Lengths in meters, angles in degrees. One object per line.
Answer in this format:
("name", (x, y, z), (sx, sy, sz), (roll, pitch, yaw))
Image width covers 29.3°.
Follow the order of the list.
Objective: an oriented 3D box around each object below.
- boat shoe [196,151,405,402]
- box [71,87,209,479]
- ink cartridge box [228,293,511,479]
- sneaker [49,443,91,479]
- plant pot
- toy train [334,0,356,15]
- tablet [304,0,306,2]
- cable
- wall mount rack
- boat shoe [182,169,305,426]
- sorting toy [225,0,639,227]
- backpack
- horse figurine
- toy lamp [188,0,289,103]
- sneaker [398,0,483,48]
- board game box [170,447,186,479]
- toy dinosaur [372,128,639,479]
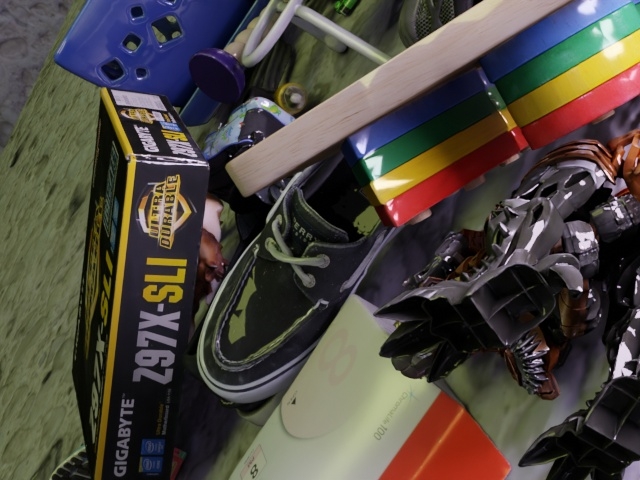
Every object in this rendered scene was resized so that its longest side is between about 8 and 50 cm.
("boat shoe", (0.000, 0.000, 0.978), (0.301, 0.108, 0.102), (-48, -20, 1))
("box", (-0.181, 0.039, 1.183), (0.257, 0.079, 0.322), (-130, 46, -64))
("ink cartridge box", (0.021, 0.164, 0.870), (0.189, 0.066, 0.232), (-56, 19, 9))
("sneaker", (-0.277, 0.266, 1.357), (0.162, 0.063, 0.073), (-48, 22, 25))
("plant pot", (-0.184, -0.290, 1.601), (0.236, 0.212, 0.236), (-54, 12, 15))
("toy train", (0.046, -0.295, 1.416), (0.083, 0.017, 0.024), (-54, 34, 13))
("tablet", (0.006, -0.341, 1.567), (0.083, 0.006, 0.054), (-30, 37, 49))
("cable", (-0.060, -0.150, 1.445), (0.139, 0.072, 0.287), (-62, 8, 19))
("wall mount rack", (0.068, -0.293, 1.242), (0.350, 0.130, 0.304), (-58, 19, 5))
("boat shoe", (-0.037, -0.008, 1.118), (0.127, 0.113, 0.340), (-12, 52, 60))
("sorting toy", (0.113, -0.093, 0.769), (0.257, 0.089, 0.255), (-29, 1, 30))
("backpack", (-0.068, -0.086, 1.268), (0.114, 0.105, 0.084), (-23, 41, 43))
("horse figurine", (-0.135, 0.016, 1.298), (0.263, 0.066, 0.174), (-92, 13, -56))
("toy lamp", (-0.045, -0.272, 1.430), (0.080, 0.080, 0.274), (-24, 25, 55))
("sneaker", (0.151, -0.263, 1.047), (0.130, 0.087, 0.227), (17, 88, 56))
("board game box", (-0.229, 0.326, 1.230), (0.145, 0.027, 0.281), (2, 64, 63))
("toy dinosaur", (0.139, 0.006, 0.710), (0.218, 0.164, 0.322), (-60, -4, -45))
